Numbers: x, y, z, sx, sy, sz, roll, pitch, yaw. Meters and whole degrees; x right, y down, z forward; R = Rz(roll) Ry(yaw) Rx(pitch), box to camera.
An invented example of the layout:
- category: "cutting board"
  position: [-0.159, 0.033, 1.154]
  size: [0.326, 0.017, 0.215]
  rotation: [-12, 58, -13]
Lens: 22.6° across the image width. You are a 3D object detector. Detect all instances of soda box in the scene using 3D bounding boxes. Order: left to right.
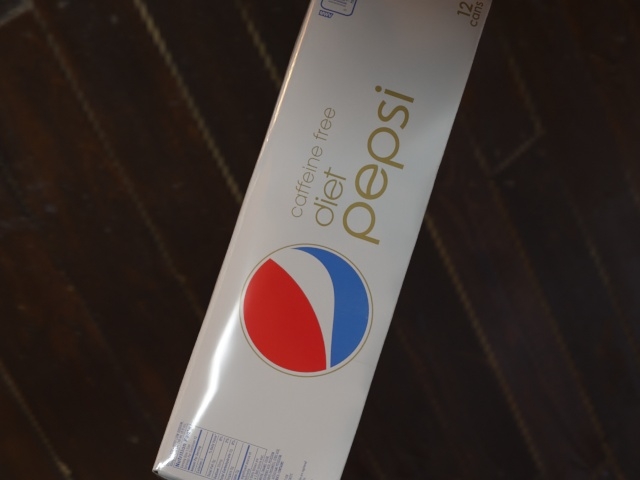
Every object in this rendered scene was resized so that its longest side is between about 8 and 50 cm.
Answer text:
- category: "soda box"
  position: [0.000, 0.000, 0.630]
  size: [0.069, 0.074, 0.216]
  rotation: [19, 79, -1]
